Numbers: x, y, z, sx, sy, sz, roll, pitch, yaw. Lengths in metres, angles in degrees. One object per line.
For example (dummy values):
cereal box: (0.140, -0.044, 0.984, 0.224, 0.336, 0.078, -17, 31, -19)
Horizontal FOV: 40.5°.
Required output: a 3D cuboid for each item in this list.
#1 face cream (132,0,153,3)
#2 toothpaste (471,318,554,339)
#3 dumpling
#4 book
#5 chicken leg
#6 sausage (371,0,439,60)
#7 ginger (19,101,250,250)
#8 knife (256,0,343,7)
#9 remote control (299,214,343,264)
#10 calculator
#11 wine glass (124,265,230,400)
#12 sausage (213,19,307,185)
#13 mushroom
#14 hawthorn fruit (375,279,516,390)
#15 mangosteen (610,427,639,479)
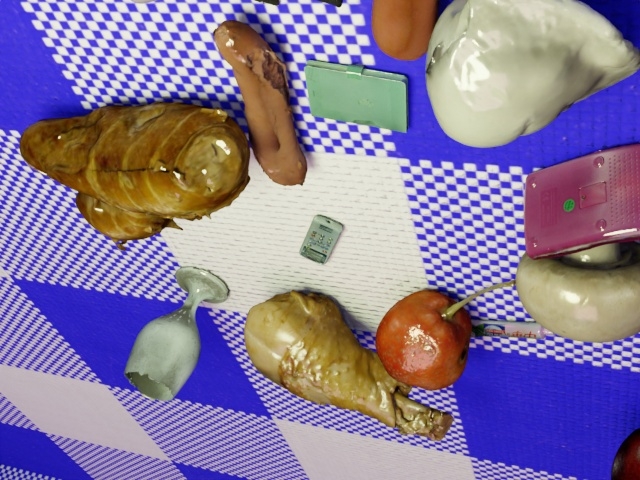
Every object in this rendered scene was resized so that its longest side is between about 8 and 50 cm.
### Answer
face cream: (-0.099, -0.326, 0.940, 0.273, 0.096, 0.154, -4, 168, 29)
toothpaste: (0.313, 0.149, 1.466, 0.169, 0.028, 0.045, -1, 135, 37)
dumpling: (0.224, -0.188, 0.936, 0.226, 0.243, 0.175, -2, 104, 3)
book: (0.048, -0.189, 1.128, 0.135, 0.017, 0.103, 12, 149, 15)
chicken leg: (0.055, 0.243, 1.593, 0.409, 0.182, 0.295, 26, 163, 15)
sausage: (0.094, -0.271, 0.932, 0.077, 0.077, 0.194, 16, 149, 8)
ginger: (-0.245, -0.094, 1.289, 0.418, 0.176, 0.254, 0, 146, 37)
knife: (-0.080, -0.303, 1.032, 0.230, 0.028, 0.060, 15, 159, 13)
remote control: (0.000, 0.000, 1.430, 0.053, 0.018, 0.124, 23, 147, -2)
calculator: (0.333, -0.049, 1.073, 0.190, 0.127, 0.034, -15, 154, 42)
wine glass: (-0.271, 0.174, 1.634, 0.126, 0.241, 0.126, 17, 146, 11)
sausage: (-0.074, -0.179, 1.162, 0.078, 0.078, 0.304, 9, 147, 18)
mushroom: (0.359, 0.030, 1.149, 0.204, 0.204, 0.204, 15, 147, 10)
hawthorn fruit: (0.201, 0.131, 1.407, 0.165, 0.165, 0.285, 26, 138, -7)
mangosteen: (0.628, 0.456, 1.520, 0.235, 0.261, 0.236, 13, 145, 10)
